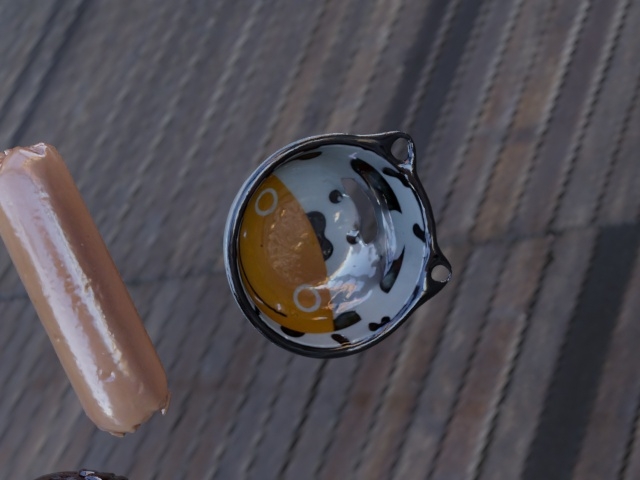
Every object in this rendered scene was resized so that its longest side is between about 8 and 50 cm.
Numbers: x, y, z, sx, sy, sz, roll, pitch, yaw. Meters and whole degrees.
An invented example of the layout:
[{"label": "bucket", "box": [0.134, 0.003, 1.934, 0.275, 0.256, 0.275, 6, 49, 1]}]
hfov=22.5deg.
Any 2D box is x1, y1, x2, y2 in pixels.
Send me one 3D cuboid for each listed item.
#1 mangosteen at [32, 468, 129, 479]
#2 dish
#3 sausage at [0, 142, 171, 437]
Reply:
[{"label": "mangosteen", "box": [-0.267, 0.381, 1.750, 0.228, 0.228, 0.265, 21, 94, 57]}, {"label": "dish", "box": [0.000, 0.000, 1.986, 0.303, 0.303, 0.120, -57, 22, -7]}, {"label": "sausage", "box": [-0.227, 0.045, 1.495, 0.086, 0.289, 0.086, -24, 4, 2]}]
